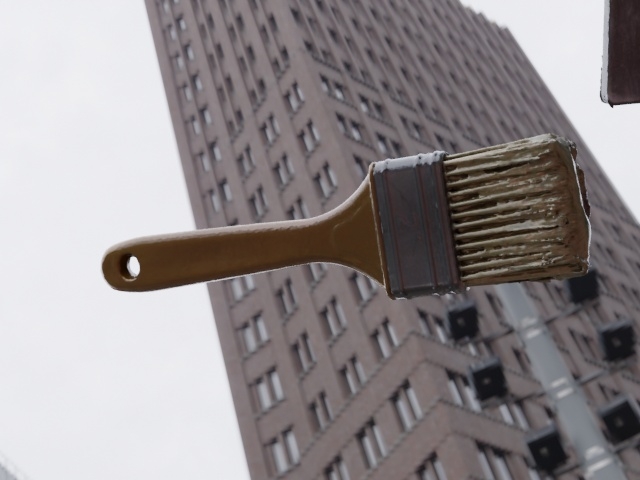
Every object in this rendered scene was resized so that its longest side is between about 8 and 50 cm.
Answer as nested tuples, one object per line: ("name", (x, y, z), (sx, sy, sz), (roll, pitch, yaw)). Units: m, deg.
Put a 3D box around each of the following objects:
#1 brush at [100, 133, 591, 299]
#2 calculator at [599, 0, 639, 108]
("brush", (0.000, 0.000, 0.387), (0.170, 0.043, 0.014), (-8, 1, 27))
("calculator", (0.312, -0.244, 1.033), (0.161, 0.021, 0.262), (-5, -71, -9))
